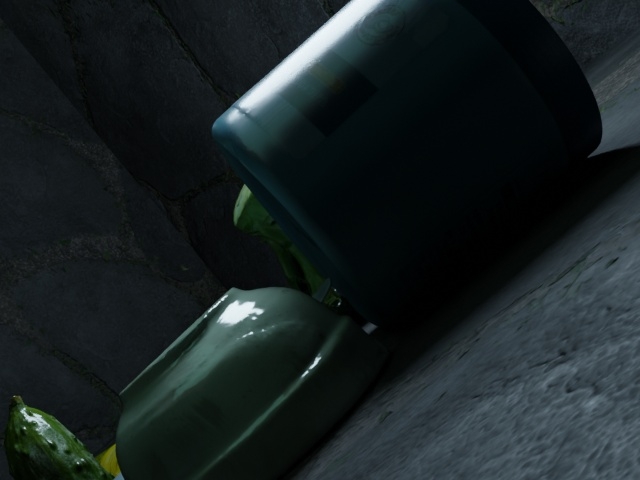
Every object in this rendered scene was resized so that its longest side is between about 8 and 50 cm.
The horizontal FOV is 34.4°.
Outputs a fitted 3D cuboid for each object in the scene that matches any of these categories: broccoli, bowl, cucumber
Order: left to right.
[{"bbox_3d":[-0.401,0.341,1.560,0.134,0.244,0.134,-33,0,0],"label":"cucumber"},{"bbox_3d":[-0.094,0.161,1.076,0.307,0.163,0.307,-43,2,2],"label":"bowl"},{"bbox_3d":[0.000,0.000,1.500,0.269,0.269,0.254,-37,32,58],"label":"broccoli"}]

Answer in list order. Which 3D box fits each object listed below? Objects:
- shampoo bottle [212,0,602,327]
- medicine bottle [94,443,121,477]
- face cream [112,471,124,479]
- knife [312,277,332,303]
[{"bbox_3d":[0.096,-0.119,1.236,0.342,0.331,0.331,-42,2,-4],"label":"shampoo bottle"},{"bbox_3d":[-0.387,0.420,1.849,0.111,0.076,0.309,-33,-2,-36],"label":"medicine bottle"},{"bbox_3d":[-0.198,0.287,1.222,0.077,0.077,0.250,-39,1,13],"label":"face cream"},{"bbox_3d":[-0.072,0.163,1.289,0.331,0.044,0.080,-52,15,41],"label":"knife"}]
